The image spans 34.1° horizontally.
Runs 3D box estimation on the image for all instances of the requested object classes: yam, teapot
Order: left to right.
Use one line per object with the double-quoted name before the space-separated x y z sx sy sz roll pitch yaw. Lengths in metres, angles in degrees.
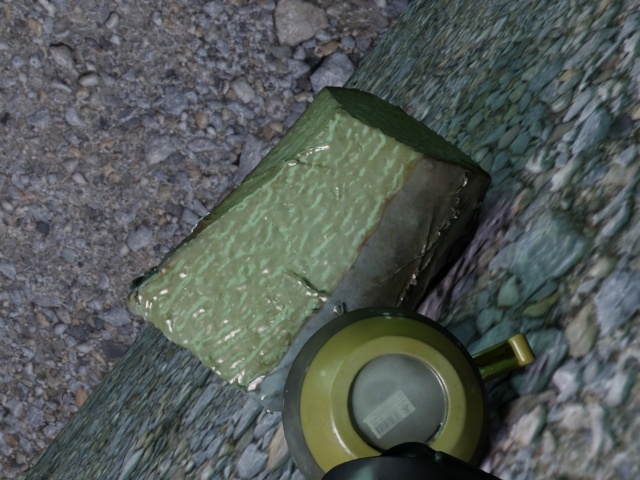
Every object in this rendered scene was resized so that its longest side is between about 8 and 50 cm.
"yam" 0.004 0.002 0.917 0.271 0.202 0.201 -55 -24 8
"teapot" 0.055 0.103 0.666 0.165 0.130 0.119 -21 -10 -12

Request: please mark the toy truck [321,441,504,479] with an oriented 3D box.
"toy truck" 0.040 0.187 0.330 0.147 0.165 0.224 -38 19 45
